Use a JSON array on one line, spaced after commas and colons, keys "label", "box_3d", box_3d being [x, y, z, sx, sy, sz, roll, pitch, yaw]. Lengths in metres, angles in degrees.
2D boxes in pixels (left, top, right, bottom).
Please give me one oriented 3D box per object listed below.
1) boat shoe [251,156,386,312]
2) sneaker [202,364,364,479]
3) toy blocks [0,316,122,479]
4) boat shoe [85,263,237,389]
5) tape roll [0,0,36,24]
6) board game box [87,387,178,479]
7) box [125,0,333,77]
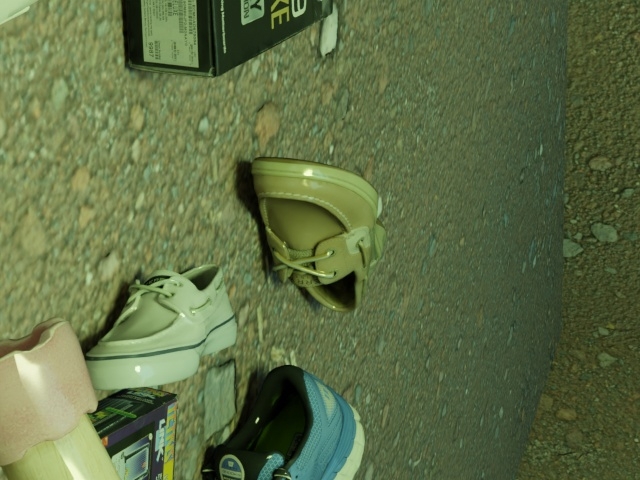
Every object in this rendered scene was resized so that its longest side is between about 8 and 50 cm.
[{"label": "boat shoe", "box_3d": [0.000, 0.000, 1.172, 0.302, 0.109, 0.098, 54, 47, -70]}, {"label": "sneaker", "box_3d": [-0.067, 0.262, 1.111, 0.147, 0.129, 0.330, 55, 43, -43]}, {"label": "toy blocks", "box_3d": [-0.254, 0.106, 0.401, 0.260, 0.309, 0.288, 64, 6, -7]}, {"label": "boat shoe", "box_3d": [-0.125, 0.061, 0.917, 0.226, 0.083, 0.076, -26, 112, -79]}, {"label": "tape roll", "box_3d": [-0.166, -0.186, 0.425, 0.286, 0.100, 0.286, -36, 164, -12]}, {"label": "board game box", "box_3d": [-0.162, 0.209, 0.898, 0.141, 0.048, 0.170, -21, 118, -69]}, {"label": "box", "box_3d": [-0.065, -0.301, 0.907, 0.242, 0.076, 0.307, -43, 137, -60]}]
